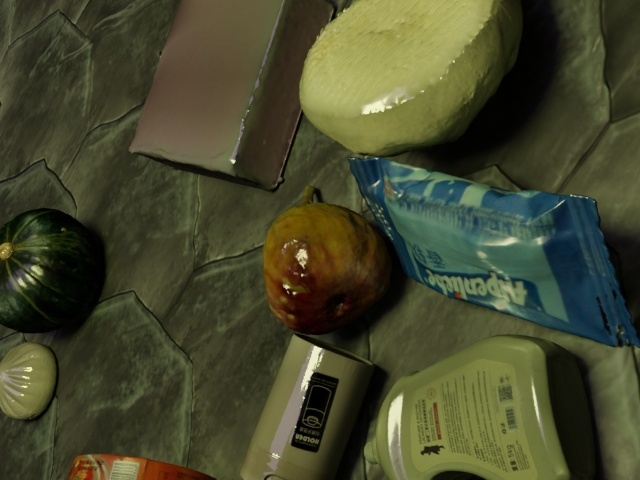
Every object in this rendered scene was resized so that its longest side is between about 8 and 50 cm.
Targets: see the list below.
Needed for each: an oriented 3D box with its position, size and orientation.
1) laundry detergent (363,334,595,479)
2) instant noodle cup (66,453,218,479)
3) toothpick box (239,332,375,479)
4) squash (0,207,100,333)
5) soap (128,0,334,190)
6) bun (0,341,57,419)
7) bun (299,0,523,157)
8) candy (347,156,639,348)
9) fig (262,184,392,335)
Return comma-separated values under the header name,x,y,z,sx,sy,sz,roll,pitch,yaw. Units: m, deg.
name,x,y,z,sx,sy,sz,roll,pitch,yaw
laundry detergent,0.147,0.202,0.978,0.253,0.091,0.181,-24,65,38
instant noodle cup,-0.237,0.388,1.205,0.250,0.250,0.192,-14,57,42
toothpick box,-0.015,0.213,1.126,0.111,0.111,0.181,20,88,48
squash,-0.474,0.051,1.613,0.218,0.172,0.218,-25,51,36
soap,-0.140,-0.239,1.428,0.285,0.107,0.296,18,89,48
bun,-0.528,0.240,1.658,0.138,0.094,0.138,-23,56,40
bun,0.114,-0.200,1.107,0.287,0.146,0.287,-23,36,17
candy,0.169,0.005,0.987,0.077,0.187,0.331,-40,33,-23
fig,0.000,0.000,1.192,0.159,0.159,0.257,-47,26,23
